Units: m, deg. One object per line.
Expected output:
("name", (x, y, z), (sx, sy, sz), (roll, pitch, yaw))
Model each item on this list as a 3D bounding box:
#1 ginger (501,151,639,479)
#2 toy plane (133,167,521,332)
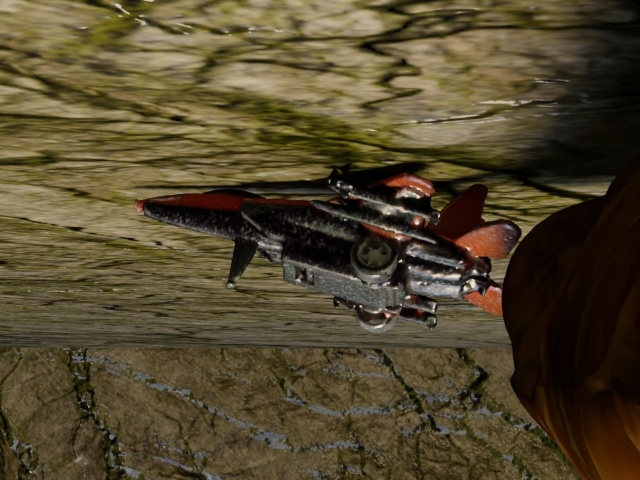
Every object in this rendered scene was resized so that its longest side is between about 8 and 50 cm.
("ginger", (0.184, 0.054, 0.473), (0.254, 0.176, 0.418), (36, 175, 7))
("toy plane", (0.000, 0.003, 0.703), (0.189, 0.061, 0.130), (3, 150, 5))
